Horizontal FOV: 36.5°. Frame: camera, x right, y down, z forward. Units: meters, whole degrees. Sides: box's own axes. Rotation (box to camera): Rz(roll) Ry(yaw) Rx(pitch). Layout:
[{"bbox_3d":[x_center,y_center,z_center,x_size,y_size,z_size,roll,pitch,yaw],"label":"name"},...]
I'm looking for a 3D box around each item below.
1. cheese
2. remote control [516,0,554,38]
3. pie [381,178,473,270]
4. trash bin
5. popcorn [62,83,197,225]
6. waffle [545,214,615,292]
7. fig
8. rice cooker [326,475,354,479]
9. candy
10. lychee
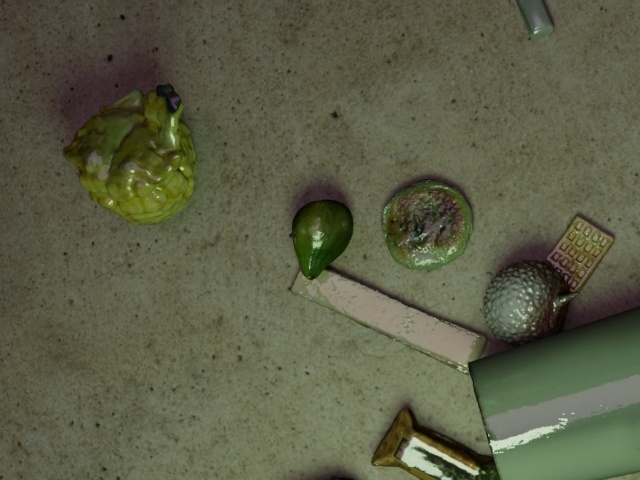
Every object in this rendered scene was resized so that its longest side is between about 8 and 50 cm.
[{"bbox_3d":[0.128,0.146,1.905,0.400,0.034,0.085,23,90,18],"label":"cheese"},{"bbox_3d":[0.412,-0.492,1.937,0.050,0.027,0.184,-21,75,11],"label":"remote control"},{"bbox_3d":[0.208,-0.031,1.907,0.186,0.041,0.187,-2,81,15],"label":"pie"},{"bbox_3d":[0.488,0.265,1.642,0.432,0.280,0.280,-17,77,7],"label":"trash bin"},{"bbox_3d":[-0.377,-0.172,1.990,0.292,0.237,0.293,-1,85,15],"label":"popcorn"},{"bbox_3d":[0.482,0.029,1.833,0.092,0.021,0.135,36,90,16],"label":"waffle"},{"bbox_3d":[0.000,0.000,1.909,0.123,0.123,0.156,0,67,15],"label":"fig"},{"bbox_3d":[-0.001,0.520,1.820,0.203,0.142,0.118,-23,63,10],"label":"rice cooker"},{"bbox_3d":[0.241,0.415,1.795,0.271,0.101,0.143,27,94,12],"label":"candy"},{"bbox_3d":[0.383,0.117,1.767,0.197,0.165,0.165,1,79,48],"label":"lychee"}]
